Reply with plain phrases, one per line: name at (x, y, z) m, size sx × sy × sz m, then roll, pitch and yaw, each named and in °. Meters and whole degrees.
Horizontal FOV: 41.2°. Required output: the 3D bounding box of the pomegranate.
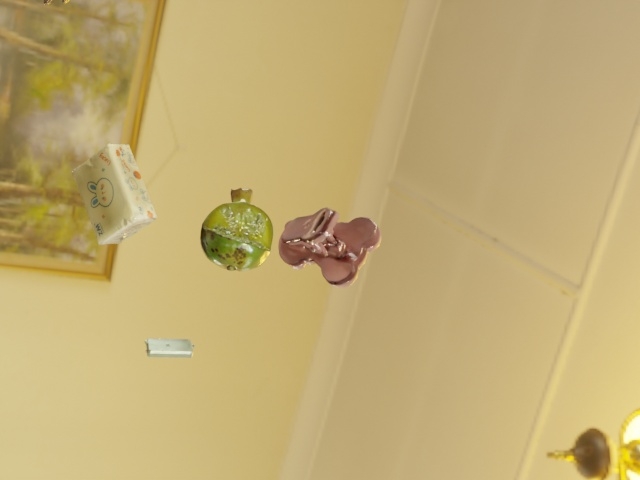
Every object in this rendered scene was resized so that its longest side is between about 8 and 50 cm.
pomegranate at (-0.165, -0.012, 1.672) m, size 0.122 × 0.143 × 0.169 m, roll 107°, pitch -19°, yaw -47°

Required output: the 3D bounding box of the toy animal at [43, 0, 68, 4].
toy animal at (-0.541, -0.507, 1.505) m, size 0.054 × 0.275 × 0.149 m, roll -34°, pitch -146°, yaw 57°

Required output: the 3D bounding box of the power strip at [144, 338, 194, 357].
power strip at (-0.276, 0.197, 1.557) m, size 0.040 × 0.090 × 0.016 m, roll -116°, pitch -145°, yaw -54°

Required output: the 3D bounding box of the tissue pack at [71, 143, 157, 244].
tissue pack at (-0.478, -0.105, 1.974) m, size 0.148 × 0.092 × 0.196 m, roll -30°, pitch -100°, yaw 31°

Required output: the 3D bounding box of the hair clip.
hair clip at (0.007, 0.007, 1.309) m, size 0.138 × 0.102 × 0.123 m, roll -16°, pitch -142°, yaw 53°
